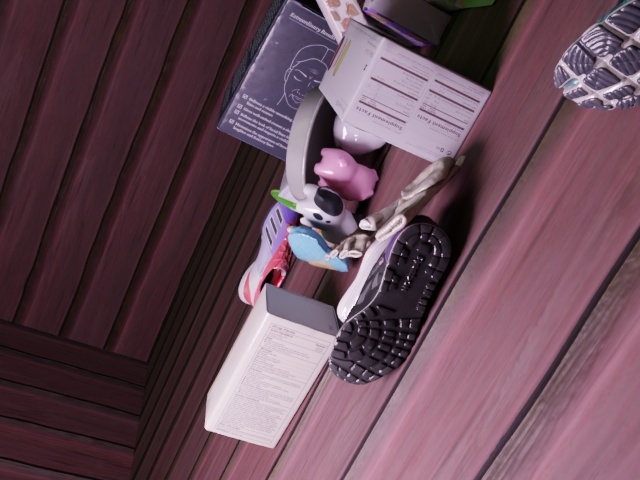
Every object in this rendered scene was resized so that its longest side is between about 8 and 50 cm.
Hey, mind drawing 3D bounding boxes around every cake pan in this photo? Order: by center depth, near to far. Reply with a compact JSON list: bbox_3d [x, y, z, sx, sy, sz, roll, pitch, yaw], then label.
[{"bbox_3d":[0.005,-0.203,1.375,0.293,0.054,0.293,14,-90,-71],"label":"cake pan"}]

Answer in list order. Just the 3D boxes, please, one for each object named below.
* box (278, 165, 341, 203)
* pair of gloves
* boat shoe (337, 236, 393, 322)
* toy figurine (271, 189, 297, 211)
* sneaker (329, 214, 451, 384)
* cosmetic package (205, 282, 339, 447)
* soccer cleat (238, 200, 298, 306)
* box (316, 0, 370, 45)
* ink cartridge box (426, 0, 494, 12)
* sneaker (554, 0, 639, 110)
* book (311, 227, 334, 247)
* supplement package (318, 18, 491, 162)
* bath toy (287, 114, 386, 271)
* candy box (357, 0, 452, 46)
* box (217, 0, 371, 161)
[{"bbox_3d":[-0.015,-0.145,1.526,0.072,0.137,0.126,-38,35,56],"label":"box"},{"bbox_3d":[0.119,-0.051,1.024,0.204,0.042,0.240,-42,3,-32],"label":"pair of gloves"},{"bbox_3d":[0.095,0.071,1.088,0.063,0.066,0.184,38,96,43],"label":"boat shoe"},{"bbox_3d":[-0.021,-0.158,1.640,0.173,0.130,0.159,15,74,51],"label":"toy figurine"},{"bbox_3d":[0.109,0.092,0.992,0.283,0.107,0.124,-60,6,13],"label":"sneaker"},{"bbox_3d":[-0.102,0.257,1.287,0.309,0.160,0.113,-61,19,21],"label":"cosmetic package"},{"bbox_3d":[-0.115,0.031,1.718,0.116,0.109,0.318,13,79,50],"label":"soccer cleat"},{"bbox_3d":[0.072,-0.414,1.317,0.063,0.324,0.067,-31,19,-1],"label":"box"},{"bbox_3d":[0.289,-0.524,1.203,0.171,0.056,0.235,-65,16,10],"label":"ink cartridge box"},{"bbox_3d":[0.358,-0.234,0.636,0.275,0.107,0.110,-43,11,45],"label":"sneaker"},{"bbox_3d":[0.000,0.000,1.499,0.096,0.035,0.144,-68,16,-10],"label":"book"},{"bbox_3d":[0.132,-0.263,1.113,0.145,0.204,0.262,-63,19,18],"label":"supplement package"},{"bbox_3d":[0.056,-0.113,1.308,0.151,0.129,0.348,60,-133,-62],"label":"bath toy"},{"bbox_3d":[0.158,-0.476,1.346,0.070,0.165,0.196,-64,18,10],"label":"candy box"},{"bbox_3d":[-0.049,-0.427,1.664,0.395,0.294,0.212,-53,23,33],"label":"box"}]
